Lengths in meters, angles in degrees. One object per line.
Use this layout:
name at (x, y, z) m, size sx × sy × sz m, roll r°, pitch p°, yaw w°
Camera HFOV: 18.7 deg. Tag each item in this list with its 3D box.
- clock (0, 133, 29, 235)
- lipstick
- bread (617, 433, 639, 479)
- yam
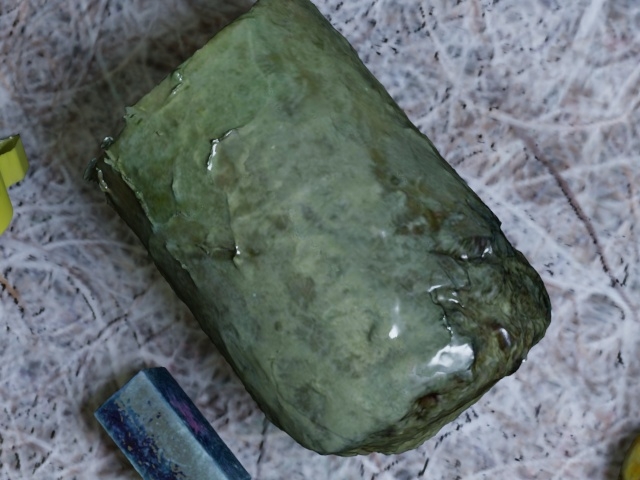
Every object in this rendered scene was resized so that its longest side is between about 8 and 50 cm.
clock at (-0.335, 0.021, 1.304) m, size 0.293 × 0.277 × 0.071 m, roll -14°, pitch 107°, yaw 8°
lipstick at (-0.035, 0.221, 1.314) m, size 0.051 × 0.051 × 0.312 m, roll -42°, pitch 79°, yaw 9°
bread at (0.187, 0.292, 1.229) m, size 0.084 × 0.077 × 0.367 m, roll 17°, pitch 92°, yaw 15°
yam at (0.000, 0.000, 1.244) m, size 0.195 × 0.195 × 0.300 m, roll -42°, pitch 76°, yaw 10°
